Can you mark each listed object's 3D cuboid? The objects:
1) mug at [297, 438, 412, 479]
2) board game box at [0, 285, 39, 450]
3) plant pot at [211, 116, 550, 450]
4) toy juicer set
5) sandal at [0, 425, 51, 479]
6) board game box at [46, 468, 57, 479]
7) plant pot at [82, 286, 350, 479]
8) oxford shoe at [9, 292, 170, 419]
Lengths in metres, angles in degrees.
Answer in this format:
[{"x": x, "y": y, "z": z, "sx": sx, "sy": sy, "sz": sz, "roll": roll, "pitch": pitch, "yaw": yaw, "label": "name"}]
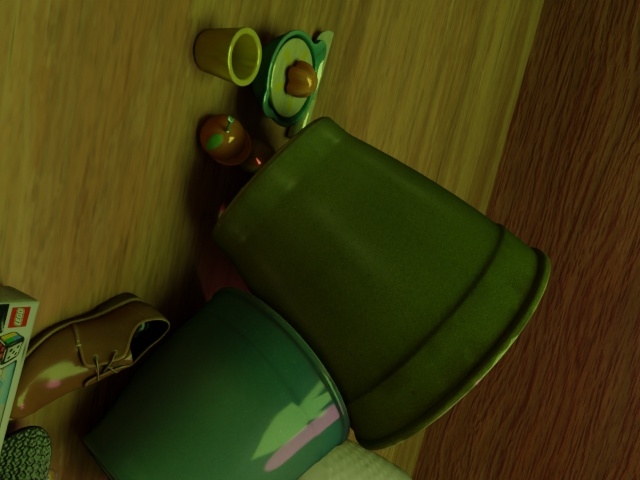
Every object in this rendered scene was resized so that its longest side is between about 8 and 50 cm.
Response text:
[{"x": -0.012, "y": 0.566, "z": 1.163, "sx": 0.328, "sy": 0.276, "sz": 0.374, "roll": 41, "pitch": 57, "yaw": -33, "label": "mug"}, {"x": -0.366, "y": 0.189, "z": 0.494, "sx": 0.193, "sy": 0.053, "sz": 0.305, "roll": 7, "pitch": 100, "yaw": -65, "label": "board game box"}, {"x": 0.052, "y": 0.028, "z": 0.835, "sx": 0.366, "sy": 0.353, "sz": 0.366, "roll": -47, "pitch": 180, "yaw": 0, "label": "plant pot"}, {"x": -0.050, "y": -0.196, "z": 0.858, "sx": 0.329, "sy": 0.090, "sz": 0.209, "roll": -30, "pitch": 132, "yaw": -57, "label": "toy juicer set"}, {"x": -0.337, "y": 0.278, "z": 0.621, "sx": 0.067, "sy": 0.040, "sz": 0.179, "roll": 21, "pitch": 85, "yaw": -35, "label": "sandal"}, {"x": -0.345, "y": 0.345, "z": 0.665, "sx": 0.133, "sy": 0.033, "sz": 0.168, "roll": -15, "pitch": 119, "yaw": -62, "label": "board game box"}, {"x": -0.147, "y": 0.241, "z": 0.770, "sx": 0.255, "sy": 0.272, "sz": 0.271, "roll": -37, "pitch": 140, "yaw": -29, "label": "plant pot"}, {"x": -0.256, "y": 0.129, "z": 0.660, "sx": 0.212, "sy": 0.076, "sz": 0.076, "roll": -39, "pitch": 141, "yaw": -48, "label": "oxford shoe"}]
